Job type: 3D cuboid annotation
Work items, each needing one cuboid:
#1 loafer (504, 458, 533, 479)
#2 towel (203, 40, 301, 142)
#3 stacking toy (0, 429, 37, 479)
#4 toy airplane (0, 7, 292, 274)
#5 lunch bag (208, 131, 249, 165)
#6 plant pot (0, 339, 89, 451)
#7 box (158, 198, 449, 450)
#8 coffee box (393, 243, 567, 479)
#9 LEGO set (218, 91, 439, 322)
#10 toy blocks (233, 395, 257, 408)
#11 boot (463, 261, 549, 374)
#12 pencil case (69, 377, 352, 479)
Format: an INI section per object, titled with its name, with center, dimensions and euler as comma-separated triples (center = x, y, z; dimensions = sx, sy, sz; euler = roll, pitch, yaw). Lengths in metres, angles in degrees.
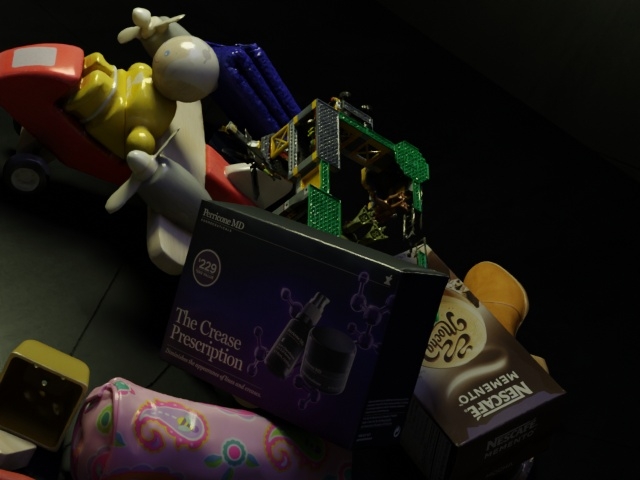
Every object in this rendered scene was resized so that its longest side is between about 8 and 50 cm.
[loafer]
center = 0.266, 0.281, 1.557
dimensions = 0.039, 0.045, 0.125
euler = 33, 21, -9
[towel]
center = -0.102, -0.220, 1.847
dimensions = 0.228, 0.076, 0.308
euler = 51, -7, -21
[stacking toy]
center = -0.377, 0.207, 0.977
dimensions = 0.309, 0.130, 0.279
euler = 28, -2, -11
[toy airplane]
center = -0.198, -0.143, 1.569
dimensions = 0.386, 0.272, 0.384
euler = 47, 33, 16
[lunch bag]
center = -0.136, -0.124, 1.855
dimensions = 0.067, 0.065, 0.098
euler = -1, 38, -48
[plant pot]
center = -0.276, 0.145, 1.180
dimensions = 0.081, 0.081, 0.083
euler = 26, 15, -8
[box]
center = -0.023, 0.080, 1.216
dimensions = 0.261, 0.184, 0.103
euler = 19, 4, 34
[coffee box]
center = 0.146, 0.158, 1.495
dimensions = 0.168, 0.119, 0.297
euler = -21, 49, -25
[LEGO set]
center = 0.000, 0.000, 1.455
dimensions = 0.255, 0.192, 0.331
euler = 21, 49, -36
[toy blocks]
center = -0.080, 0.135, 1.438
dimensions = 0.123, 0.054, 0.148
euler = 35, 23, 14
[boot]
center = 0.206, 0.109, 1.742
dimensions = 0.211, 0.104, 0.295
euler = 17, 32, -26
[pencil case]
center = -0.101, 0.215, 1.178
dimensions = 0.284, 0.124, 0.124
euler = 14, 29, -28
